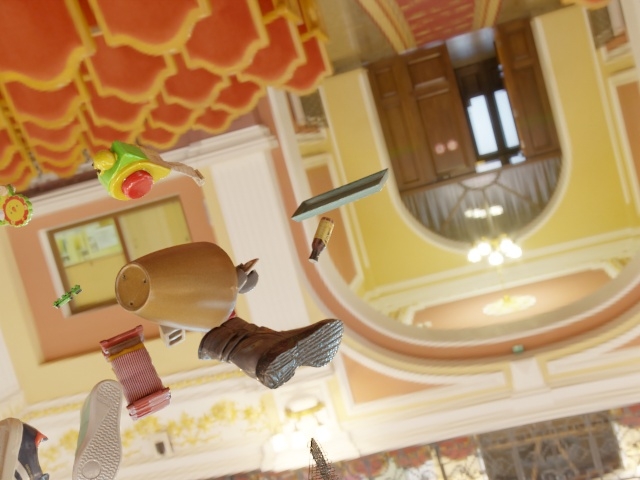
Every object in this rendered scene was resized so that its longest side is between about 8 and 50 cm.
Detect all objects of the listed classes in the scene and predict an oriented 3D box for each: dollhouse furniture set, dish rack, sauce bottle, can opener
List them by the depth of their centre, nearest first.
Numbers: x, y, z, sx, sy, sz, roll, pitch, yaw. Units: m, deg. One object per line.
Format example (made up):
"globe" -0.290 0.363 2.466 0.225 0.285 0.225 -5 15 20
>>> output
"sauce bottle" 0.000 0.000 2.027 0.042 0.128 0.042 18 161 6
"dollhouse furniture set" -0.377 0.301 2.030 0.374 0.201 0.152 -24 160 -20
"can opener" -0.229 0.131 2.097 0.076 0.095 0.283 -23 -165 23
"dish rack" 0.016 0.734 2.277 0.074 0.208 0.271 -13 -148 10

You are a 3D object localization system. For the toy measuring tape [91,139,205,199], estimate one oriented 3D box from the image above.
"toy measuring tape" -0.381 -0.135 1.645 0.121 0.121 0.330 -13 168 23

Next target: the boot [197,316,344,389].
"boot" -0.110 0.226 1.783 0.223 0.118 0.338 17 -165 32

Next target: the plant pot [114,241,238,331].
"plant pot" -0.372 0.116 1.874 0.237 0.237 0.254 -13 171 29

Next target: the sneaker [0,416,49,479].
"sneaker" -0.722 0.601 1.778 0.131 0.350 0.148 -14 145 31

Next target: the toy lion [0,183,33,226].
"toy lion" -0.674 -0.067 1.644 0.100 0.096 0.034 -37 179 18

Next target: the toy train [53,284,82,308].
"toy train" -0.647 0.145 1.939 0.083 0.017 0.024 -40 -126 -12

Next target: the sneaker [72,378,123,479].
"sneaker" -0.482 0.438 1.637 0.094 0.256 0.151 15 155 -21

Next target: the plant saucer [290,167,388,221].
"plant saucer" 0.036 -0.078 1.355 0.192 0.018 0.067 -19 -158 31
